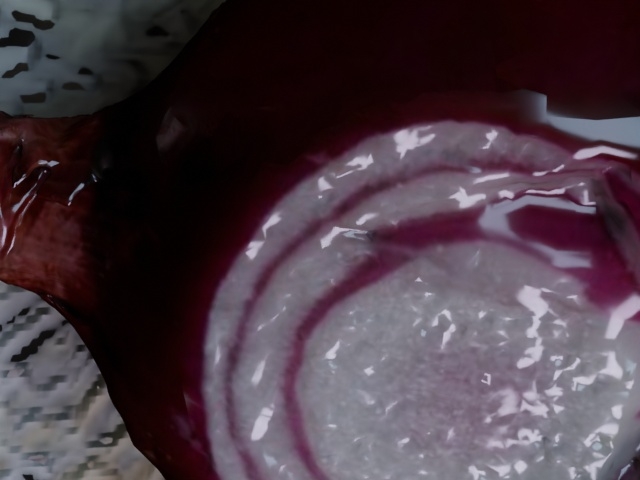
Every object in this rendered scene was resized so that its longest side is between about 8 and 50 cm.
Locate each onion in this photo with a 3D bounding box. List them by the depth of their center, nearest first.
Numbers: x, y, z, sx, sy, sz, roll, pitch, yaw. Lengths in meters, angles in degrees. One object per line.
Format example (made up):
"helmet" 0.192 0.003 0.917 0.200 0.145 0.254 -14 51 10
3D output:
"onion" 0.002 -0.004 0.476 0.198 0.135 0.173 16 105 0
